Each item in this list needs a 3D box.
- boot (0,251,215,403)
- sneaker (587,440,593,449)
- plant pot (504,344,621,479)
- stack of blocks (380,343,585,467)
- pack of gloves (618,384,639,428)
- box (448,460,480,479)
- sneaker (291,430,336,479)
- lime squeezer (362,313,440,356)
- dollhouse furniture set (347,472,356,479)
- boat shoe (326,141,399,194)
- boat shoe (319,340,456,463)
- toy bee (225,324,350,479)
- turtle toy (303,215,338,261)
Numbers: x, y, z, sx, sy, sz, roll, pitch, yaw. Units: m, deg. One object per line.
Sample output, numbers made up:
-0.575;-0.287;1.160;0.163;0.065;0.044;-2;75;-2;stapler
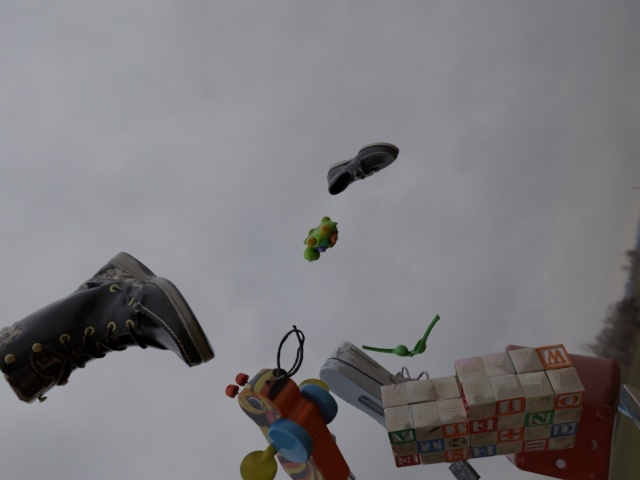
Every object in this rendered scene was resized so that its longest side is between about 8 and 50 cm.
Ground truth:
-0.376;0.170;0.875;0.284;0.377;0.138;-34;-50;-28;boot
0.705;0.552;1.481;0.087;0.128;0.221;-103;-9;-54;sneaker
0.558;0.417;1.201;0.236;0.267;0.267;-3;-82;-69;plant pot
0.255;0.276;0.843;0.087;0.297;0.171;-92;-11;-50;stack of blocks
0.825;0.470;1.316;0.195;0.232;0.046;26;-61;-29;pack of gloves
0.435;0.703;1.556;0.018;0.083;0.067;-4;-52;-40;box
-0.011;0.756;1.519;0.135;0.150;0.366;50;-122;-48;sneaker
0.306;0.374;1.845;0.110;0.310;0.059;53;-157;-25;lime squeezer
0.045;0.731;1.569;0.081;0.091;0.114;-42;-11;-1;dollhouse furniture set
0.089;-0.150;1.122;0.075;0.206;0.065;29;-120;-31;boat shoe
0.183;0.355;1.201;0.156;0.367;0.136;-51;-12;-42;boat shoe
-0.057;0.254;0.788;0.195;0.162;0.298;-14;-77;-54;toy bee
0.000;0.000;1.320;0.066;0.130;0.095;43;-163;-11;turtle toy
